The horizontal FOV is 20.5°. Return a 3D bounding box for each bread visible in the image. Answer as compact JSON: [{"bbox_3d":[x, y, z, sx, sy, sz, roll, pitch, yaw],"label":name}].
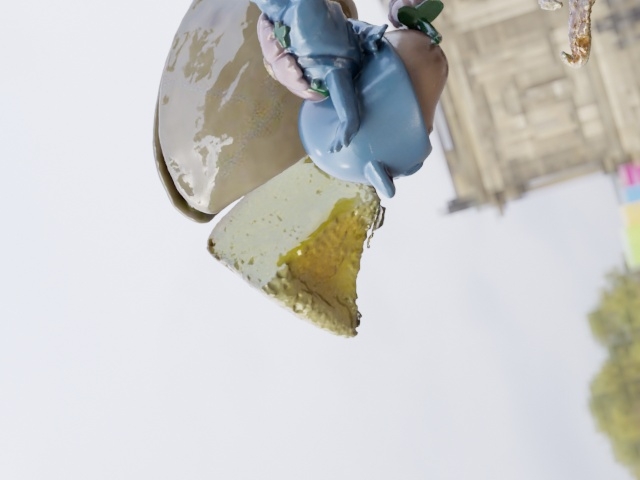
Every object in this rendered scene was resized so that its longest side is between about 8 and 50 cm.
[{"bbox_3d":[0.000,0.000,1.835,0.140,0.160,0.169,35,179,41],"label":"bread"}]

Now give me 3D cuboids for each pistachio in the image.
[{"bbox_3d":[-0.051,-0.122,1.417,0.138,0.153,0.238,128,163,-70],"label":"pistachio"}]

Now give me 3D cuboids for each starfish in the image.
[{"bbox_3d":[0.251,-0.244,1.492,0.053,0.210,0.150,20,-179,-27],"label":"starfish"}]

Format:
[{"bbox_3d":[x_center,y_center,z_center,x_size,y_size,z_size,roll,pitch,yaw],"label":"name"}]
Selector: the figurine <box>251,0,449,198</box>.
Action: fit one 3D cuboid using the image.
[{"bbox_3d":[0.030,-0.128,1.212,0.178,0.144,0.114,52,169,-24],"label":"figurine"}]
